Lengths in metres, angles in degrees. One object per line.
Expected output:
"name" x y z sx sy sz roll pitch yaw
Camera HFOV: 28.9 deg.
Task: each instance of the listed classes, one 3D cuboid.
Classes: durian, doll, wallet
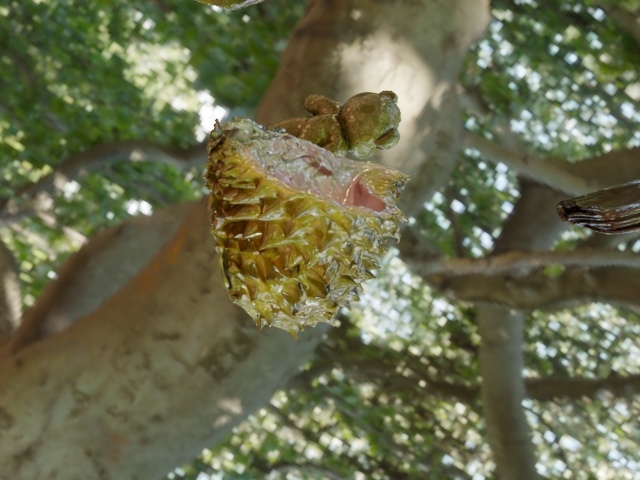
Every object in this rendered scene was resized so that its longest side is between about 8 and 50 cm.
"durian" -0.010 0.008 1.294 0.185 0.305 0.196 34 -77 29
"doll" 0.019 -0.150 1.806 0.209 0.097 0.137 -13 -132 10
"wallet" 0.248 -0.032 0.783 0.176 0.026 0.095 -13 -171 -6

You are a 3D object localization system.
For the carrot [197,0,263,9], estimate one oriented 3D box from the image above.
"carrot" -0.014 -0.267 0.642 0.114 0.114 0.302 -113 -147 -66
